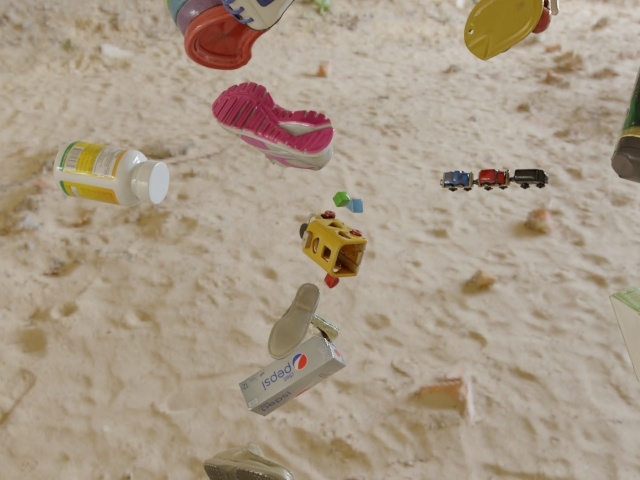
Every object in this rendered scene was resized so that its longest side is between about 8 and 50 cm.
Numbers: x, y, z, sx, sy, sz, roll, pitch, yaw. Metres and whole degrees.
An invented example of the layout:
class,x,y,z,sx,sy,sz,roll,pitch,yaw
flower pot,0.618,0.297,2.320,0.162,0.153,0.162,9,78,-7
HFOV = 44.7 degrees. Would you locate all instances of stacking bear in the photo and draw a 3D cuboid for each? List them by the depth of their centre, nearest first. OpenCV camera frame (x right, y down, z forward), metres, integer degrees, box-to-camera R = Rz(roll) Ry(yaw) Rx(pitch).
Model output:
class,x,y,z,sx,sy,sz,roll,pitch,yaw
stacking bear,-0.228,-0.502,1.512,0.164,0.175,0.289,-8,67,-36

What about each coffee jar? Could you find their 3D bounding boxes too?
class,x,y,z,sx,sy,sz,roll,pitch,yaw
coffee jar,0.468,-0.175,1.088,0.079,0.185,0.096,18,-10,16

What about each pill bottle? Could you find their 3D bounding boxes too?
class,x,y,z,sx,sy,sz,roll,pitch,yaw
pill bottle,-0.420,-0.132,1.577,0.208,0.118,0.118,10,31,15

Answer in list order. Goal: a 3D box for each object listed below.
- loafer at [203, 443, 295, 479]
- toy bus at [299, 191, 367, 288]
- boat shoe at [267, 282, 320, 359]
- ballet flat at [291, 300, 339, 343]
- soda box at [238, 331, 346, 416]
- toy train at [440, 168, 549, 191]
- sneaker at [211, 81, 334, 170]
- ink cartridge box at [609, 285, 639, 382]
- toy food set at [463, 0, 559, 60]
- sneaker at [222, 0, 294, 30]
class,x,y,z,sx,sy,sz,roll,pitch,yaw
loafer,-0.147,0.494,1.688,0.268,0.102,0.092,-2,29,43
toy bus,0.008,0.000,1.726,0.104,0.202,0.191,-2,71,-39
boat shoe,-0.059,0.190,1.747,0.075,0.065,0.206,25,56,7
ballet flat,-0.018,0.219,2.058,0.168,0.052,0.057,36,-10,-23
soda box,-0.078,0.373,2.157,0.286,0.098,0.091,-33,58,9
toy train,0.244,-0.087,1.109,0.158,0.027,0.036,0,-15,28
sneaker,-0.083,-0.184,1.347,0.252,0.111,0.103,30,71,25
ink cartridge box,0.543,0.182,1.225,0.056,0.171,0.235,-21,10,2
toy food set,0.376,-0.419,1.468,0.071,0.217,0.128,10,66,-40
sneaker,-0.118,-0.343,0.978,0.315,0.182,0.127,-16,57,-20
